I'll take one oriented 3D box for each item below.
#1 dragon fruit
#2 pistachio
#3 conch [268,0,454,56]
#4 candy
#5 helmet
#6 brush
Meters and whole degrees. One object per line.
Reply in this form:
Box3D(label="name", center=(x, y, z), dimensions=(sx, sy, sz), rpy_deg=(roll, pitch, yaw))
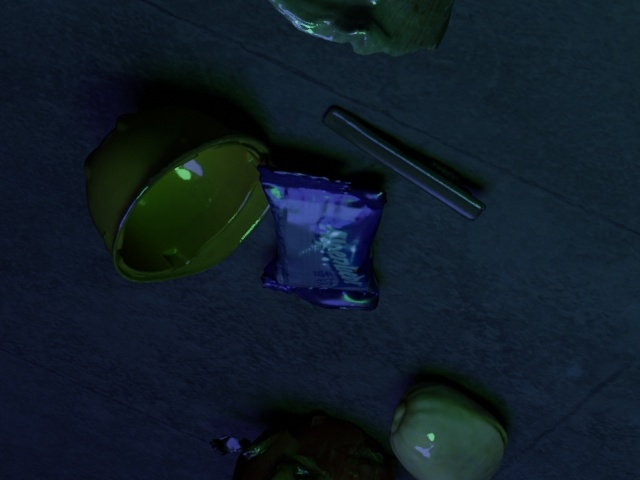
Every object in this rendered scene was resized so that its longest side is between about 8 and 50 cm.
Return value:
Box3D(label="dragon fruit", center=(-0.027, 0.400, 2.254), dimensions=(0.269, 0.291, 0.250), rpy_deg=(36, 153, -20))
Box3D(label="pistachio", center=(0.167, 0.262, 2.073), dimensions=(0.145, 0.117, 0.200), rpy_deg=(-7, 140, 33))
Box3D(label="conch", center=(0.020, -0.255, 1.257), dimensions=(0.324, 0.263, 0.186), rpy_deg=(0, 145, -50))
Box3D(label="candy", center=(0.000, 0.000, 1.813), dimensions=(0.145, 0.070, 0.275), rpy_deg=(11, 149, 6))
Box3D(label="helmet", center=(-0.169, -0.070, 1.734), dimensions=(0.140, 0.205, 0.257), rpy_deg=(45, -168, 20))
Box3D(label="brush", center=(0.089, -0.084, 1.666), dimensions=(0.190, 0.027, 0.034), rpy_deg=(32, 146, -2))
